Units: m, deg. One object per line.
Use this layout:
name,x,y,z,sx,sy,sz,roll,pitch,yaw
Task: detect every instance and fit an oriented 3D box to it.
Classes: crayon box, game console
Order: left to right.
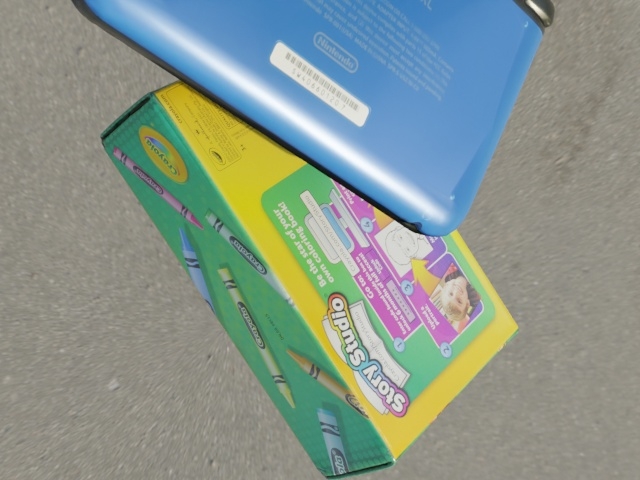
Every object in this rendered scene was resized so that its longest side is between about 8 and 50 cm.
game console,-0.014,-0.176,0.615,0.293,0.173,0.250,31,79,-37
crayon box,0.000,0.000,0.698,0.165,0.081,0.278,-37,96,-41
